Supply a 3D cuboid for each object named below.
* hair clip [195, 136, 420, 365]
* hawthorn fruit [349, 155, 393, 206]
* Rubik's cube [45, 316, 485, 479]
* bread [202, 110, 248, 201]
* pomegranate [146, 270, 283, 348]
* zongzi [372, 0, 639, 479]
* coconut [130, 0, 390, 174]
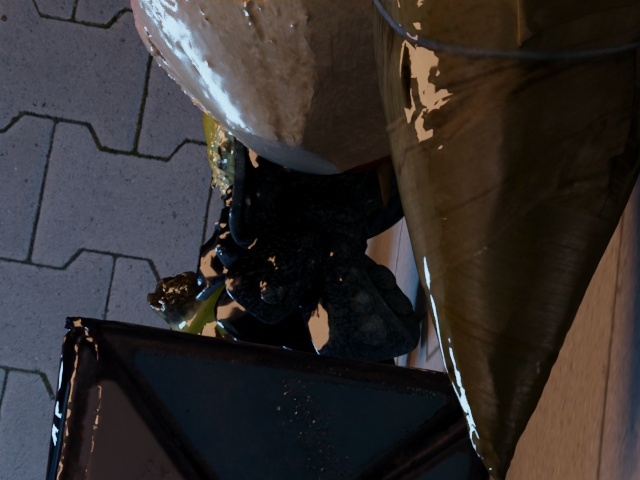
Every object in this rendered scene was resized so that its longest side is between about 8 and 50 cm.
[{"bbox_3d":[-0.005,-0.004,1.677,0.194,0.206,0.310,107,171,-55],"label":"hair clip"},{"bbox_3d":[0.055,-0.154,1.585,0.189,0.189,0.251,-90,-9,-65],"label":"hawthorn fruit"},{"bbox_3d":[-0.064,0.220,1.297,0.310,0.307,0.305,165,116,-83],"label":"Rubik's cube"},{"bbox_3d":[-0.049,-0.145,2.069,0.121,0.174,0.245,-112,18,-46],"label":"bread"},{"bbox_3d":[-0.076,0.122,2.047,0.254,0.270,0.254,-43,27,29],"label":"pomegranate"},{"bbox_3d":[0.103,-0.088,0.942,0.323,0.160,0.361,-75,-11,-77],"label":"zongzi"},{"bbox_3d":[0.012,-0.201,1.322,0.297,0.297,0.310,112,168,-70],"label":"coconut"}]
